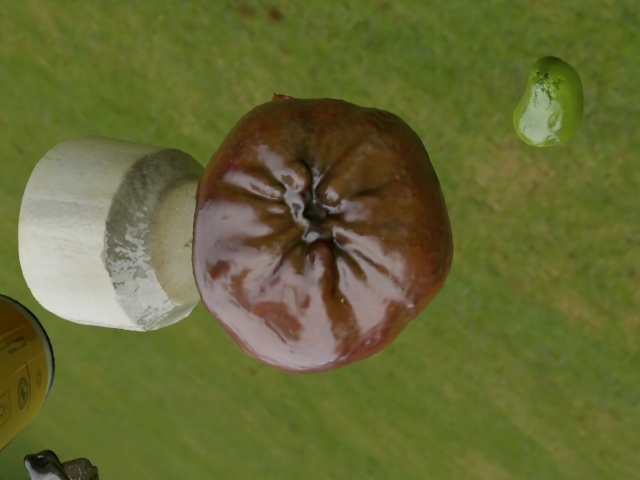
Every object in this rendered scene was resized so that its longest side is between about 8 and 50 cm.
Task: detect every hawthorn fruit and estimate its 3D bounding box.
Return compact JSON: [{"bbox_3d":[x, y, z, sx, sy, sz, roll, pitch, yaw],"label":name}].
[{"bbox_3d":[0.002,-0.005,1.368,0.258,0.258,0.261,35,-168,25],"label":"hawthorn fruit"}]

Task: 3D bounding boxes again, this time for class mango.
[{"bbox_3d":[0.270,-0.159,1.771,0.074,0.091,0.165,33,172,14],"label":"mango"}]

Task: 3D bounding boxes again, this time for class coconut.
[{"bbox_3d":[-0.220,-0.009,1.586,0.222,0.202,0.202,8,150,31],"label":"coconut"}]

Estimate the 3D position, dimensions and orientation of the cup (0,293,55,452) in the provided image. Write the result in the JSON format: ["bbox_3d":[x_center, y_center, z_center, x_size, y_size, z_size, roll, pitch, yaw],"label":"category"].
[{"bbox_3d":[-0.337,0.134,1.257,0.196,0.196,0.279,40,-164,3],"label":"cup"}]

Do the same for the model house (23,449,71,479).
[{"bbox_3d":[-0.226,0.298,1.143,0.279,0.218,0.205,67,172,-23],"label":"model house"}]

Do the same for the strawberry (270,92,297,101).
[{"bbox_3d":[-0.015,-0.121,1.997,0.187,0.082,0.146,48,154,13],"label":"strawberry"}]

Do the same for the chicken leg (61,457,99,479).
[{"bbox_3d":[-0.251,0.255,1.247,0.085,0.198,0.069,36,-169,-40],"label":"chicken leg"}]
